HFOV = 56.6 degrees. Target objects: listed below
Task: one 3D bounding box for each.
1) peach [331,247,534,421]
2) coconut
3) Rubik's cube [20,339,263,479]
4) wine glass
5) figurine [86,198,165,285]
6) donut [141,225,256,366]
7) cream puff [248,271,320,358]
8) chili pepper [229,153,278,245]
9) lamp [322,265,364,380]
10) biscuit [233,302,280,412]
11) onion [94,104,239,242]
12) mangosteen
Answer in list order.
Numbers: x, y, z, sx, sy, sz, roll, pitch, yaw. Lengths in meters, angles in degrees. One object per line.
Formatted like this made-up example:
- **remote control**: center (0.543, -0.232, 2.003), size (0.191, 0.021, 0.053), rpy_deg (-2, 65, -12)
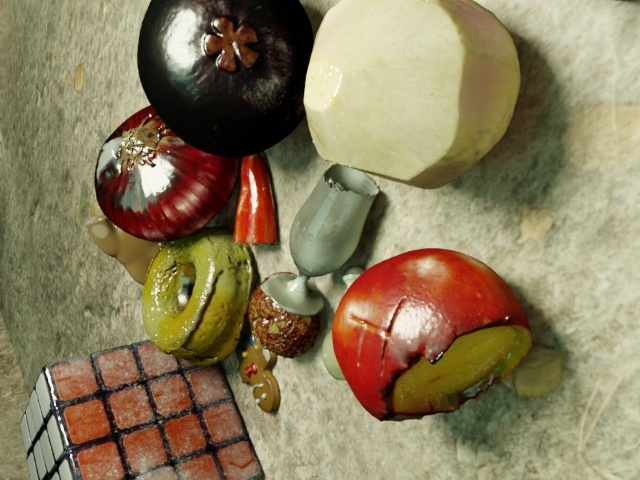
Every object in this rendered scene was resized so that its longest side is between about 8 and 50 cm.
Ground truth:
- **peach**: center (0.121, 0.111, 0.661), size (0.226, 0.196, 0.190), rpy_deg (-2, 128, 53)
- **coconut**: center (0.088, -0.162, 0.623), size (0.237, 0.237, 0.197), rpy_deg (36, 121, 42)
- **Rubik's cube**: center (-0.375, 0.421, 1.200), size (0.337, 0.344, 0.344), rpy_deg (-49, 58, 44)
- **wine glass**: center (0.000, 0.000, 0.856), size (0.103, 0.103, 0.222), rpy_deg (48, 125, 35)
- **figurine**: center (-0.382, -0.030, 1.280), size (0.177, 0.247, 0.173), rpy_deg (-44, 22, 18)
- **donut**: center (-0.240, 0.095, 1.110), size (0.272, 0.107, 0.272), rpy_deg (-10, 73, 38)
- **cream puff**: center (-0.065, 0.126, 0.972), size (0.149, 0.084, 0.149), rpy_deg (13, 106, 52)
- **chili pepper**: center (-0.115, -0.078, 1.022), size (0.088, 0.065, 0.169), rpy_deg (2, 93, 35)
- **lamp**: center (0.049, 0.116, 0.842), size (0.091, 0.091, 0.163), rpy_deg (-18, 66, 51)
- **biscuit**: center (-0.127, 0.223, 1.109), size (0.138, 0.031, 0.205), rpy_deg (-40, 67, 46)
- **onion**: center (-0.270, -0.117, 1.102), size (0.273, 0.285, 0.273), rpy_deg (-4, 70, 11)
- **mangosteen**: center (-0.136, -0.261, 0.890), size (0.302, 0.275, 0.275), rpy_deg (-135, 42, -81)
